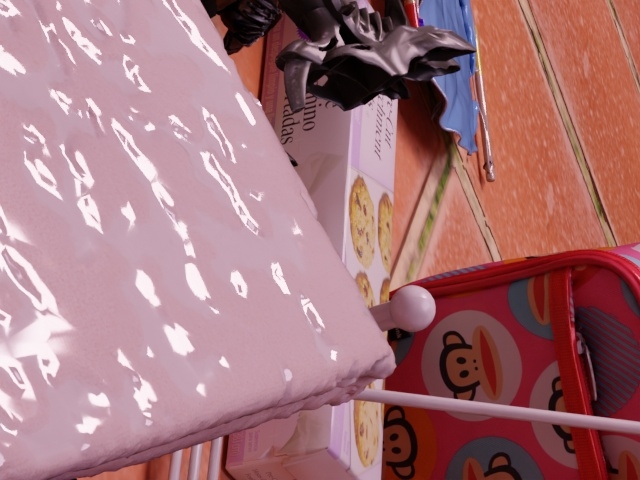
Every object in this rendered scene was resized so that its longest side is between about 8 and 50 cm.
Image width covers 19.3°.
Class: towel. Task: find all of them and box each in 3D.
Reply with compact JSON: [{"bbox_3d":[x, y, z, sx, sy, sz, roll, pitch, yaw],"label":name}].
[{"bbox_3d":[-0.126,-0.070,0.649,0.331,0.053,0.317,61,26,9],"label":"towel"}]

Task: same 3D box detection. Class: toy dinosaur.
[{"bbox_3d":[-0.061,-0.142,0.944,0.322,0.164,0.218,-20,81,-40],"label":"toy dinosaur"}]

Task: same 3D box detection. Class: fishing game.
[{"bbox_3d":[0.083,-0.153,1.382,0.264,0.041,0.189,38,44,-69],"label":"fishing game"}]

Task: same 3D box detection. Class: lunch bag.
[{"bbox_3d":[0.154,0.150,1.073,0.120,0.258,0.293,-9,86,-56],"label":"lunch bag"}]

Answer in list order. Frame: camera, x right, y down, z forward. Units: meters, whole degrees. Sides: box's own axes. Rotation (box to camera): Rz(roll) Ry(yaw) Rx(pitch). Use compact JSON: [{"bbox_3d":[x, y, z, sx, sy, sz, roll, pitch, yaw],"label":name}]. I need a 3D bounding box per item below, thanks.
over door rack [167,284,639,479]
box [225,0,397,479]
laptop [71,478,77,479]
[{"bbox_3d":[0.064,0.152,0.845,0.108,0.324,0.239,122,-21,-51],"label":"over door rack"},{"bbox_3d":[0.000,0.000,1.059,0.067,0.063,0.324,55,31,-45],"label":"box"},{"bbox_3d":[-0.121,0.125,0.591,0.264,0.137,0.234,-54,130,-45],"label":"laptop"}]
